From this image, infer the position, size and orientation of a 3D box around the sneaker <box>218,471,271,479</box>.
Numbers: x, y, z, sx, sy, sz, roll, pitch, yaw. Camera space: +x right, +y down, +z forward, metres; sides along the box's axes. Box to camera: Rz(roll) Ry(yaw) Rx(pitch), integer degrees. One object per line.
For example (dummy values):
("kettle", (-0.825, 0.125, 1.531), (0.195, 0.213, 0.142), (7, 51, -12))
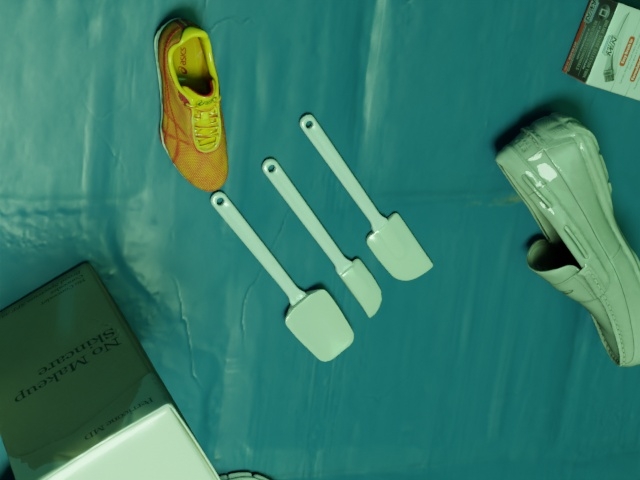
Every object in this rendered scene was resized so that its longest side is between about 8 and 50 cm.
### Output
("sneaker", (-0.115, 0.298, 1.465), (0.209, 0.094, 0.081), (8, 105, -28))

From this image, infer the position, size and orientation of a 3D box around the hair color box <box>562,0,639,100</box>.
("hair color box", (0.357, -0.199, 1.501), (0.167, 0.053, 0.093), (12, 106, -29))

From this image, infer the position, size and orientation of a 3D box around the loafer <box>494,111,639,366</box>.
("loafer", (0.281, 0.012, 1.525), (0.111, 0.112, 0.319), (-28, 111, -6))

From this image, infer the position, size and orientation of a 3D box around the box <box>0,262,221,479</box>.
("box", (-0.208, 0.155, 1.239), (0.148, 0.311, 0.121), (-32, 119, -10))

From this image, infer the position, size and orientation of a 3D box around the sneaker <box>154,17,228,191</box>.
("sneaker", (-0.121, -0.122, 1.311), (0.064, 0.067, 0.175), (-21, 119, -17))

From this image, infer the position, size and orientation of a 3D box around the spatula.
("spatula", (0.000, 0.000, 1.441), (0.168, 0.019, 0.242), (-40, 121, -4))
